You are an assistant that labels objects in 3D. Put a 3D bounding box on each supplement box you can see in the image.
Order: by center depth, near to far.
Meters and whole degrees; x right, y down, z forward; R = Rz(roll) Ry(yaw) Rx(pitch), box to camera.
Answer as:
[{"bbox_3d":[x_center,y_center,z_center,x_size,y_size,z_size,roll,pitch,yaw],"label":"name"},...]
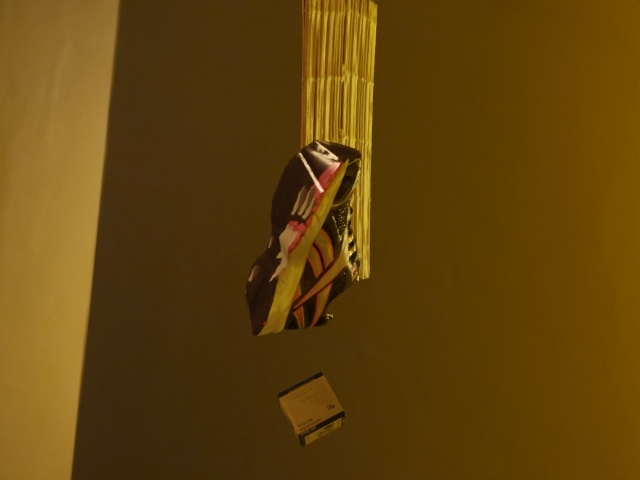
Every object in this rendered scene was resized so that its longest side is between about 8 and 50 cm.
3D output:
[{"bbox_3d":[-0.014,0.272,1.369,0.083,0.056,0.083,-26,-113,-12],"label":"supplement box"}]

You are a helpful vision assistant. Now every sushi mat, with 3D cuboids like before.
[{"bbox_3d":[0.018,-0.104,0.901,0.019,0.316,0.151,5,-173,32],"label":"sushi mat"}]

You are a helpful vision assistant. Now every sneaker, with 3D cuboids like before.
[{"bbox_3d":[0.000,0.000,0.671,0.077,0.178,0.072,5,-140,-26],"label":"sneaker"}]
